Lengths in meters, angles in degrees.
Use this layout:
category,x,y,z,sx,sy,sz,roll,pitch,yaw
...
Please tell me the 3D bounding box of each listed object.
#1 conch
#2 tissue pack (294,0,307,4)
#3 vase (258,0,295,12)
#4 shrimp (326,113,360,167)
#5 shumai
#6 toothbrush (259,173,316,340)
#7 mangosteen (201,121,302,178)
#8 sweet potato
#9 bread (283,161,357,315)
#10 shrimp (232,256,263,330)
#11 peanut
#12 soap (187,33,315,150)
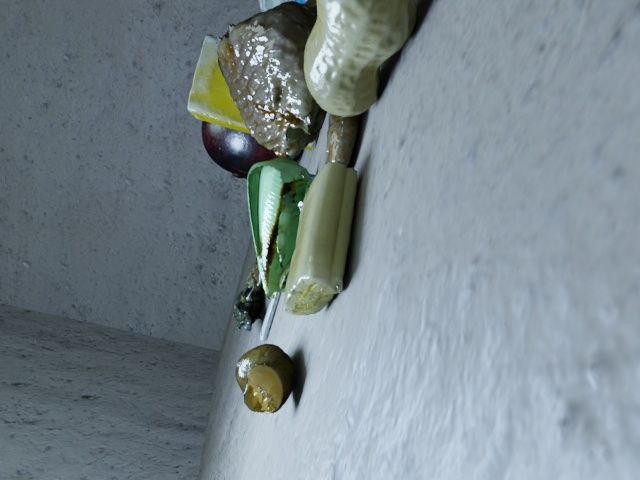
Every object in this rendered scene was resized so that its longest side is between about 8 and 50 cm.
category,x,y,z,sx,sy,sz,roll,pitch,yaw
conch,-0.064,-0.033,0.994,0.137,0.143,0.250,32,-128,-57
tissue pack,0.025,-0.556,1.145,0.209,0.137,0.269,-161,80,-86
vase,-0.071,-0.676,1.696,0.250,0.250,0.445,-157,78,-80
shrimp,0.035,-0.177,0.874,0.126,0.047,0.223,102,177,-66
shumai,-0.009,-0.300,0.953,0.283,0.217,0.346,-34,-4,-20
toothbrush,-0.087,0.044,1.236,0.042,0.040,0.418,-105,31,-67
mangosteen,-0.185,-0.325,1.584,0.330,0.330,0.330,-166,90,-80
sweet potato,-0.097,0.229,0.890,0.286,0.085,0.112,123,155,-64
bread,0.000,0.000,0.741,0.139,0.060,0.178,123,159,-60
shrimp,-0.183,0.125,1.593,0.445,0.085,0.272,-101,32,-78
peanut,0.046,-0.252,0.685,0.274,0.125,0.111,109,159,-66
soap,-0.141,-0.347,1.315,0.091,0.315,0.199,-134,60,-78
